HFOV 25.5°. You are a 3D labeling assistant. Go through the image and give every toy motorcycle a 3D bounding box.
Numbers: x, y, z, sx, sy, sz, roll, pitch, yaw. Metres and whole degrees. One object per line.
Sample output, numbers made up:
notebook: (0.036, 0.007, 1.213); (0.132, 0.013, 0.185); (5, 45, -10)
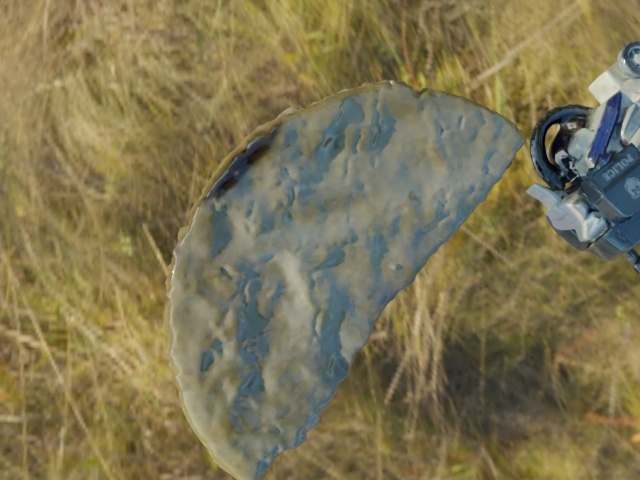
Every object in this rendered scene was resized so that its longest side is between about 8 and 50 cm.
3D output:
toy motorcycle: (0.241, -0.064, 0.924); (0.221, 0.102, 0.150); (-37, 86, -19)

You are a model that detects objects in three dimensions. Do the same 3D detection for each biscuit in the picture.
biscuit: (-0.004, 0.001, 0.760); (0.133, 0.032, 0.250); (41, 82, -18)
